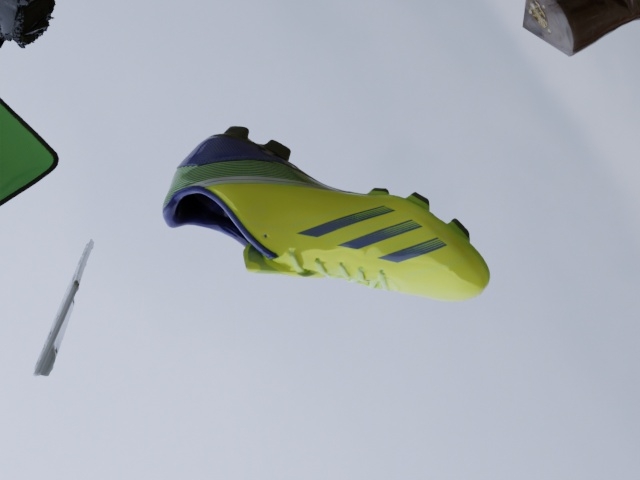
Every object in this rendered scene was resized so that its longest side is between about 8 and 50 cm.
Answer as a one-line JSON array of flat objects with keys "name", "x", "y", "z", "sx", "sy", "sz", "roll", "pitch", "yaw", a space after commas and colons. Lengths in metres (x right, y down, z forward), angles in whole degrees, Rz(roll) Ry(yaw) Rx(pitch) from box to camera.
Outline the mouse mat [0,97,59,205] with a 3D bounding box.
[{"name": "mouse mat", "x": -0.301, "y": -0.043, "z": 0.908, "sx": 0.152, "sy": 0.189, "sz": 0.007, "roll": 41, "pitch": 158, "yaw": 34}]

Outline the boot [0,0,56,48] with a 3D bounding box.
[{"name": "boot", "x": -0.221, "y": -0.195, "z": 0.828, "sx": 0.099, "sy": 0.121, "sz": 0.045, "roll": 29, "pitch": -151, "yaw": 20}]

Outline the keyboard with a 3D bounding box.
[{"name": "keyboard", "x": -0.196, "y": 0.046, "z": 0.966, "sx": 0.014, "sy": 0.072, "sz": 0.256, "roll": 18, "pitch": -176, "yaw": -10}]

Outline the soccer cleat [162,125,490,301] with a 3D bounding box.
[{"name": "soccer cleat", "x": 0.000, "y": 0.001, "z": 1.042, "sx": 0.289, "sy": 0.093, "sz": 0.121, "roll": 23, "pitch": -122, "yaw": 20}]

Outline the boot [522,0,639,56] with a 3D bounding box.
[{"name": "boot", "x": 0.156, "y": -0.168, "z": 0.738, "sx": 0.114, "sy": 0.037, "sz": 0.106, "roll": -23, "pitch": -103, "yaw": -25}]
